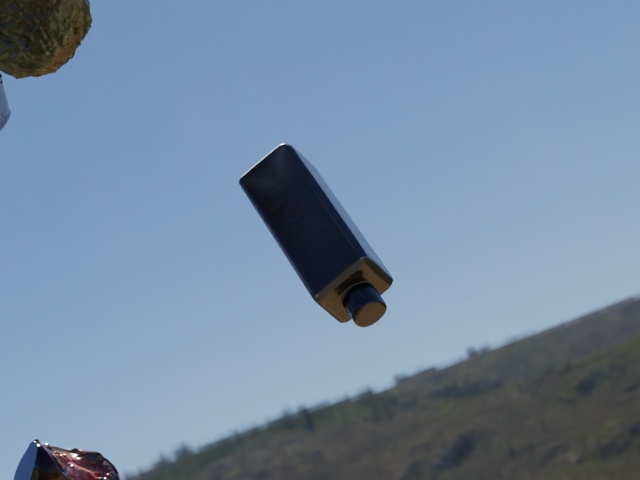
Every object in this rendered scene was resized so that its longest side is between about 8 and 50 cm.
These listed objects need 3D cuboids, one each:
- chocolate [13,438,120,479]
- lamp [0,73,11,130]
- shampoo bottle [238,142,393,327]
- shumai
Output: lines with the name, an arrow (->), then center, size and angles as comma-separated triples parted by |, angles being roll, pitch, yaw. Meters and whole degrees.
chocolate -> -0.328, 0.319, 2.046 | 0.133, 0.124, 0.127 | 21, -41, -18
lamp -> -0.519, -0.176, 2.187 | 0.161, 0.161, 0.185 | -22, 22, 9
shampoo bottle -> 0.000, 0.000, 1.767 | 0.080, 0.246, 0.079 | -40, -38, 8
shumai -> -0.421, -0.371, 2.380 | 0.272, 0.222, 0.203 | 24, 26, 27
